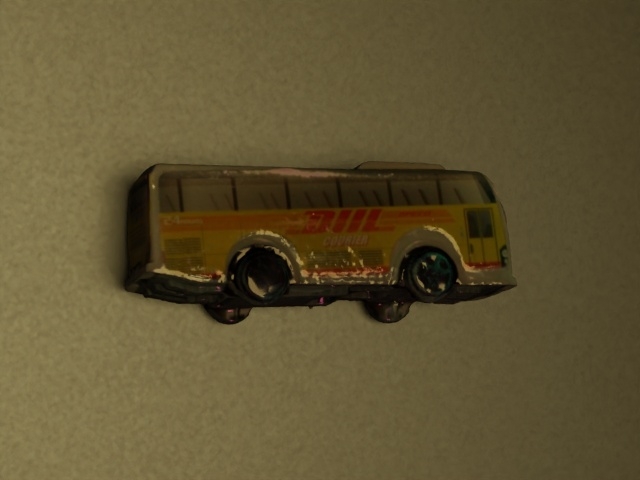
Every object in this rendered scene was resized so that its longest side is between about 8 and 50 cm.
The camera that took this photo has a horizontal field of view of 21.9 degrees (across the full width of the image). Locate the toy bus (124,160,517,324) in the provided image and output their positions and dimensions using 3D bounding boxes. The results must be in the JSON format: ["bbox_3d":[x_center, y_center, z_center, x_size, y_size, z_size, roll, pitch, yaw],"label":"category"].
[{"bbox_3d":[0.000,0.000,1.145,0.268,0.092,0.106,1,79,-19],"label":"toy bus"}]
